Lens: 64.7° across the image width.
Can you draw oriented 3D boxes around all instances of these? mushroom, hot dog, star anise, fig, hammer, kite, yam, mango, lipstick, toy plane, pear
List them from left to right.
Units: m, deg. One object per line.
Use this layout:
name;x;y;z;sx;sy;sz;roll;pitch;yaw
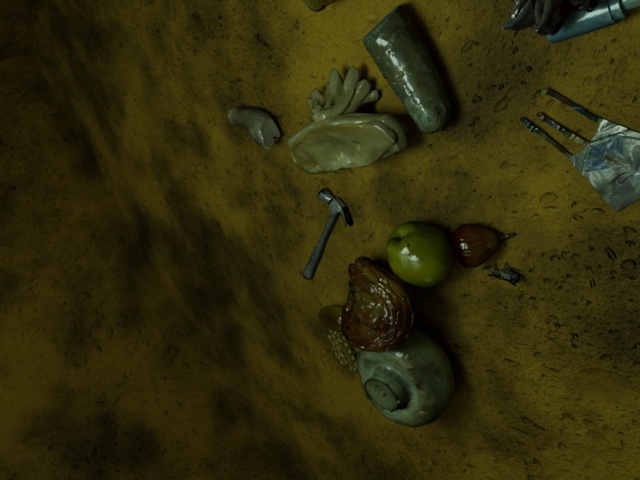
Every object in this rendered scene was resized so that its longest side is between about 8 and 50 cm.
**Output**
mushroom;-0.233;-0.415;1.785;0.247;0.096;0.108;38;137;33
hammer;-0.001;0.000;1.831;0.152;0.044;0.427;45;140;17
mango;0.053;0.293;1.917;0.161;0.076;0.103;5;108;50
hot dog;0.154;0.188;1.556;0.387;0.174;0.267;-144;63;-77
mushroom;0.264;0.438;1.632;0.352;0.260;0.352;23;129;32
yam;0.221;-0.418;1.261;0.133;0.133;0.330;-25;95;51
pear;0.284;0.037;1.423;0.198;0.198;0.198;26;130;35
fig;0.420;-0.003;1.341;0.119;0.153;0.119;55;-177;-4
toy plane;0.486;0.090;1.345;0.120;0.049;0.031;32;135;55
star anise;0.455;-0.495;0.950;0.236;0.109;0.223;-26;56;49
kite;0.584;-0.213;1.079;0.310;0.015;0.169;46;139;14
lipstick;0.557;-0.440;0.928;0.274;0.061;0.068;-5;84;49

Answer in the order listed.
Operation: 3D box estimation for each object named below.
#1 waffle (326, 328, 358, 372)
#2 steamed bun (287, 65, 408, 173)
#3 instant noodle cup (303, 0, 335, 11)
waffle;0.091;0.417;1.978;0.160;0.046;0.192;22;126;42
steamed bun;0.058;-0.346;1.471;0.247;0.189;0.428;44;150;-27
instant noodle cup;0.019;-0.689;1.309;0.122;0.151;0.152;-4;110;39
